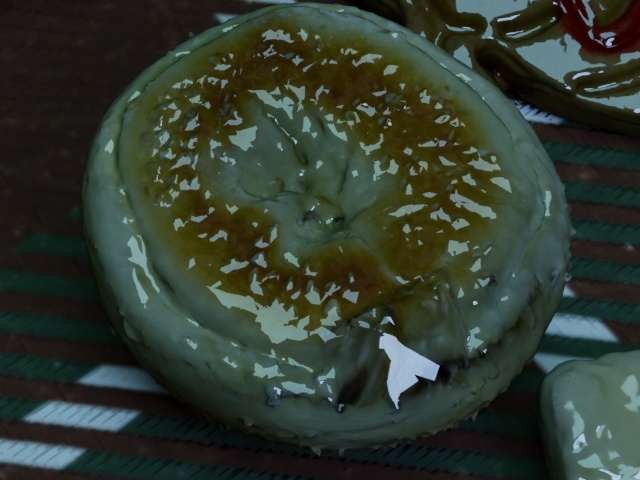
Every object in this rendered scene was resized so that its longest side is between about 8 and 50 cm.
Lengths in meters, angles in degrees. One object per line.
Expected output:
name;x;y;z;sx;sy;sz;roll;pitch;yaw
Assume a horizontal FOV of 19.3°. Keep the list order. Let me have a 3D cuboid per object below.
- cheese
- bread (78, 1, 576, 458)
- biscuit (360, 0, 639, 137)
cheese;0.225;0.187;1.110;0.159;0.093;0.263;-10;64;-5
bread;0.000;0.000;1.161;0.305;0.159;0.305;2;58;-4
biscuit;0.156;-0.215;1.330;0.367;0.063;0.314;30;63;8
